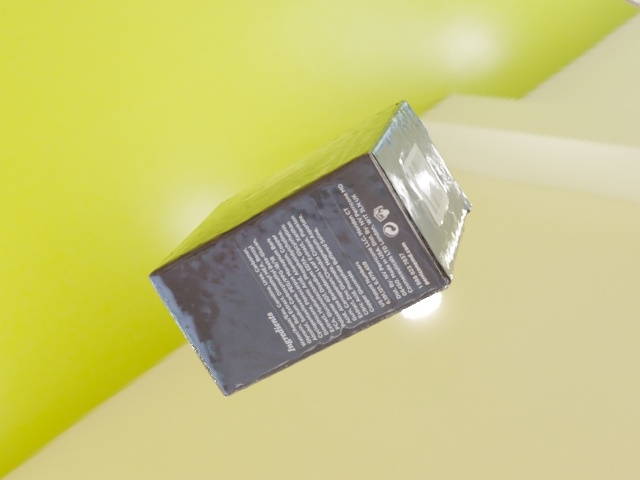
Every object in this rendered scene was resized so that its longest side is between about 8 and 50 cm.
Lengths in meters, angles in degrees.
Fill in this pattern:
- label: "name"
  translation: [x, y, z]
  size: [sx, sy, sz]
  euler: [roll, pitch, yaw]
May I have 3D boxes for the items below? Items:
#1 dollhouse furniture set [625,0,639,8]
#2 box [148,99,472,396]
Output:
- label: "dollhouse furniture set"
  translation: [0.236, -0.139, 0.549]
  size: [0.129, 0.129, 0.183]
  euler: [-60, -151, 20]
- label: "box"
  translation: [0.000, 0.000, 0.712]
  size: [0.158, 0.093, 0.156]
  euler: [-29, -170, 19]
